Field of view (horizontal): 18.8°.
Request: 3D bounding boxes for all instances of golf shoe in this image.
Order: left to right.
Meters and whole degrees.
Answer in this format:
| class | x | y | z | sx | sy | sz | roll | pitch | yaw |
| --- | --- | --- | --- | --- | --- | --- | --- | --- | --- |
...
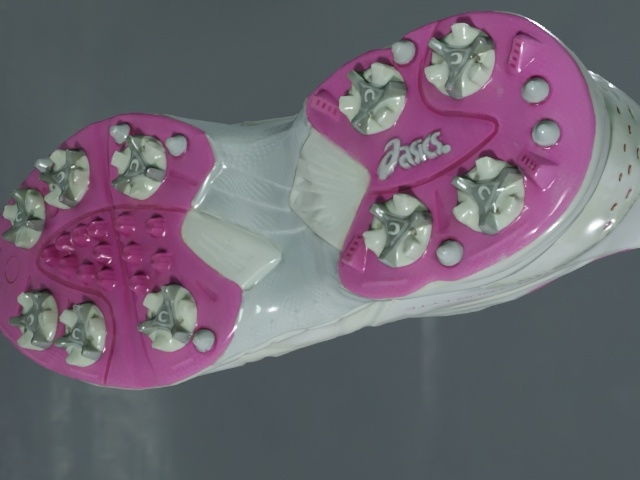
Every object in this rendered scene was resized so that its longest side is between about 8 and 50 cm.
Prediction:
| class | x | y | z | sx | sy | sz | roll | pitch | yaw |
| --- | --- | --- | --- | --- | --- | --- | --- | --- | --- |
| golf shoe | 0.000 | 0.000 | 0.770 | 0.140 | 0.306 | 0.115 | 11 | 72 | -51 |
